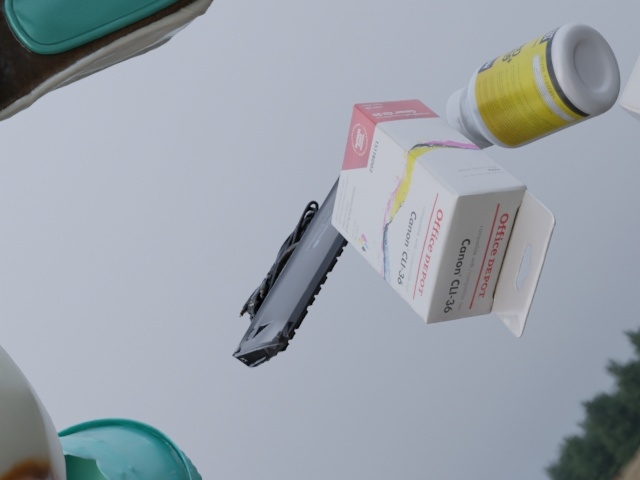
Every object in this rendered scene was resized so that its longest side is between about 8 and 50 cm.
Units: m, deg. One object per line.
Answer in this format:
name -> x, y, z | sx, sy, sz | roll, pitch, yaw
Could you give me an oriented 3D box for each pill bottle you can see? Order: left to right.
pill bottle -> 0.227, -0.160, 1.362 | 0.184, 0.103, 0.103 | -21, 16, 48

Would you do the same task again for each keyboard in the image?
keyboard -> 0.000, 0.000, 1.317 | 0.317, 0.033, 0.201 | -59, 15, -23

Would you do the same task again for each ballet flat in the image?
ballet flat -> -0.265, -0.146, 0.987 | 0.400, 0.139, 0.139 | -25, -30, -22

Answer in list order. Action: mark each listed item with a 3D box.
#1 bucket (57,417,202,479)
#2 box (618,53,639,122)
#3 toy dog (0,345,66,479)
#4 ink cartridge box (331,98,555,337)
bucket -> -0.270, 0.351, 1.477 | 0.281, 0.281, 0.183 | -61, -14, 15
box -> 0.325, -0.155, 0.980 | 0.130, 0.091, 0.170 | 16, -81, -59
toy dog -> -0.358, 0.181, 0.752 | 0.408, 0.284, 0.395 | -21, -40, -20
ink cartridge box -> 0.089, -0.017, 0.966 | 0.067, 0.198, 0.115 | -7, -57, -29
